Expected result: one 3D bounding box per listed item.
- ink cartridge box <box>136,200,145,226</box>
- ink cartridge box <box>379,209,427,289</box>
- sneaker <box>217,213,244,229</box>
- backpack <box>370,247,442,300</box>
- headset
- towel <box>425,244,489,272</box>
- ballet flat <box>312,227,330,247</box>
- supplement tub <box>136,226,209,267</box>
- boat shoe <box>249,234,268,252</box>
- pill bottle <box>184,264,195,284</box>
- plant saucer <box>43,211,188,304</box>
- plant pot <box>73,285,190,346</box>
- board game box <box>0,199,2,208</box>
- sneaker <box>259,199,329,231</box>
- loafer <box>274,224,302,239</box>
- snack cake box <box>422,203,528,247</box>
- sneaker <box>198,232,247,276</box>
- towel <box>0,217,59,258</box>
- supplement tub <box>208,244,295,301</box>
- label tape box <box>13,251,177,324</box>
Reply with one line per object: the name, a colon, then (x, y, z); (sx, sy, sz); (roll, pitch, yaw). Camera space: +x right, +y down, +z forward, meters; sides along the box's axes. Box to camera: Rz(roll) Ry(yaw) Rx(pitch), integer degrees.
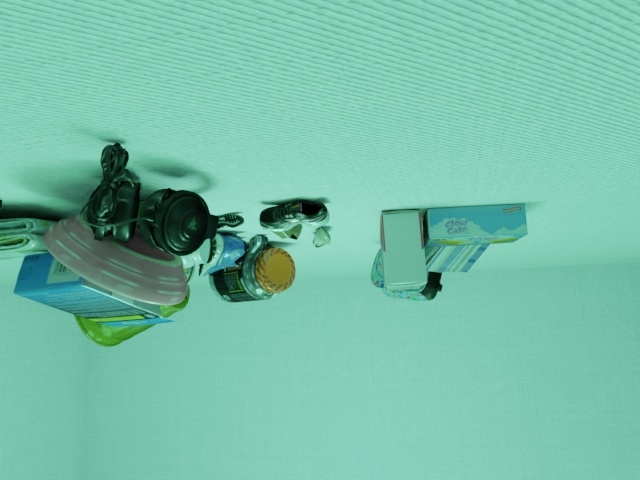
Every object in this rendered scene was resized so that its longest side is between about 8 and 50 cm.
ink cartridge box: (-0.397, -0.065, 1.301); (0.122, 0.052, 0.088); (-1, 171, 4)
ink cartridge box: (0.239, 0.039, 1.582); (0.117, 0.207, 0.283); (-5, 172, 6)
sneaker: (-0.249, -0.055, 1.465); (0.109, 0.040, 0.043); (-4, -172, 34)
backpack: (0.307, 0.101, 1.962); (0.253, 0.225, 0.191); (-5, 149, 45)
headset: (-0.340, -0.075, 1.051); (0.243, 0.185, 0.394); (10, -177, 4)
towel: (0.461, 0.024, 1.758); (0.285, 0.034, 0.209); (6, 127, -46)
ballet flat: (0.000, 0.000, 1.739); (0.052, 0.057, 0.168); (-37, 174, -7)
supplement tub: (-0.413, 0.006, 1.444); (0.199, 0.145, 0.144); (-3, 171, 3)
boat shoe: (-0.215, 0.013, 1.836); (0.040, 0.049, 0.142); (1, 168, -21)
pill bottle: (-0.552, 0.073, 1.696); (0.187, 0.188, 0.334); (-4, 170, 12)
plant saucer: (-0.444, 0.029, 1.209); (0.332, 0.084, 0.332); (28, -175, -3)
plant pot: (-0.740, 0.213, 2.166); (0.352, 0.367, 0.366); (-16, 167, 16)
board game box: (-0.827, -0.076, 1.222); (0.186, 0.026, 0.126); (-10, 167, 43)
sneaker: (-0.066, -0.072, 1.326); (0.178, 0.072, 0.077); (-9, 159, -4)
loafer: (-0.109, -0.031, 1.571); (0.148, 0.050, 0.056); (7, 167, -43)
snack cake box: (0.430, -0.040, 1.512); (0.264, 0.089, 0.152); (-3, 172, 5)
sneaker: (-0.333, 0.056, 1.825); (0.147, 0.130, 0.330); (5, 169, -23)
towel: (-0.818, 0.002, 1.423); (0.320, 0.090, 0.374); (-1, 177, 2)
supplement tub: (-0.261, 0.128, 2.037); (0.207, 0.207, 0.338); (6, 169, -41)
label tape box: (-0.587, 0.138, 1.446); (0.249, 0.115, 0.347); (-7, 156, 25)
